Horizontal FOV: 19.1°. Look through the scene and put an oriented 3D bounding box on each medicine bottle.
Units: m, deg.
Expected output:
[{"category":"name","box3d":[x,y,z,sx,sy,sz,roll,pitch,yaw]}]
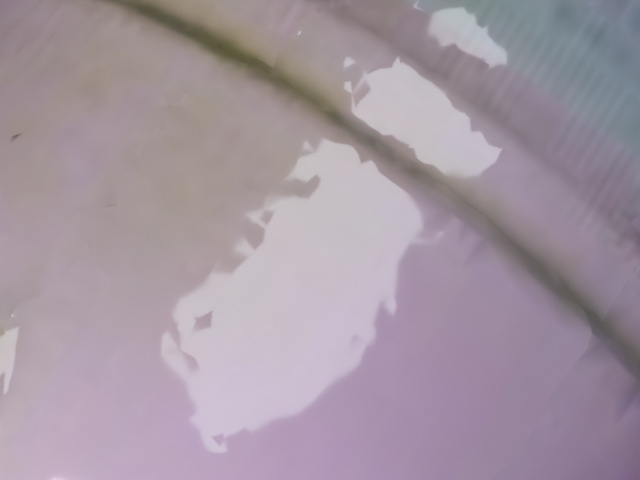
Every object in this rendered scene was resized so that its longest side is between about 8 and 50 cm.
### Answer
[{"category":"medicine bottle","box3d":[0.000,0.000,0.532,0.235,0.236,0.406,35,78,-1]}]
